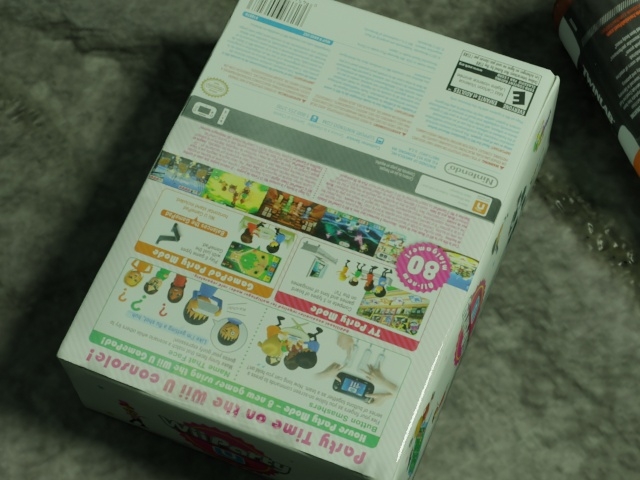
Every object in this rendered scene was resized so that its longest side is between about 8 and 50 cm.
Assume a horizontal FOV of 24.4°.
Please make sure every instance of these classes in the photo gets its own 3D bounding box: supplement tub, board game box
[{"bbox_3d":[0.242,-0.100,0.995,0.106,0.106,0.197,-21,66,-7],"label":"supplement tub"},{"bbox_3d":[0.000,0.000,0.966,0.224,0.097,0.303,20,66,12],"label":"board game box"}]
